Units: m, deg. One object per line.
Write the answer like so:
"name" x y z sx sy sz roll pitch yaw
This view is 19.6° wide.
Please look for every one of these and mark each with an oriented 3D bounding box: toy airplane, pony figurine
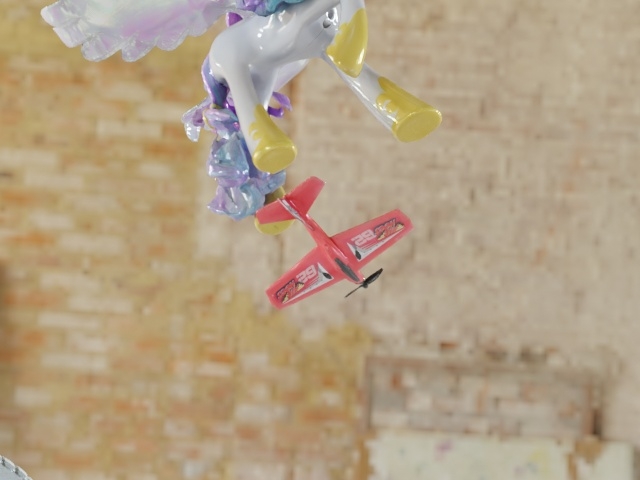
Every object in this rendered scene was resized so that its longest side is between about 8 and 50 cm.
"toy airplane" 0.000 0.000 1.639 0.151 0.028 0.151 -7 -48 -8
"pony figurine" -0.067 -0.195 1.906 0.351 0.363 0.303 -34 -39 23

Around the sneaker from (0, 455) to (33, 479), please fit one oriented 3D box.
"sneaker" -0.405 0.281 2.120 0.086 0.228 0.132 -33 18 13
